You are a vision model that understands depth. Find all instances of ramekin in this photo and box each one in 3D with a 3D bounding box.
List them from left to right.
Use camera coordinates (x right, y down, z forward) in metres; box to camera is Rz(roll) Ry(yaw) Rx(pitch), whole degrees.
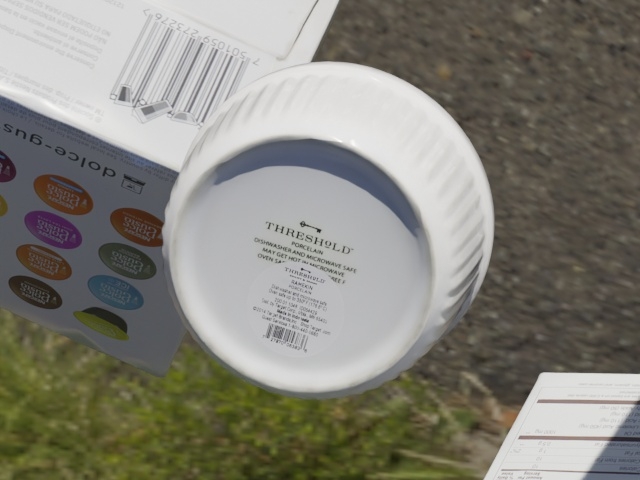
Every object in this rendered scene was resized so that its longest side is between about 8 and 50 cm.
[{"bbox_3d":[0.000,0.000,1.075,0.207,0.109,0.207,3,108,10],"label":"ramekin"}]

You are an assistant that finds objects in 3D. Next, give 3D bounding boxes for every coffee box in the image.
[{"bbox_3d":[-0.196,-0.144,1.515,0.334,0.338,0.338,120,174,-57],"label":"coffee box"}]

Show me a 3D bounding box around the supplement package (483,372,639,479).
[{"bbox_3d":[0.228,0.223,1.016,0.204,0.145,0.261,-2,123,32],"label":"supplement package"}]
